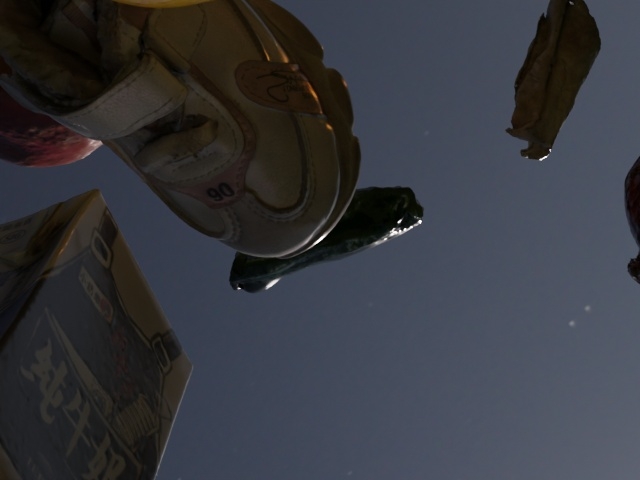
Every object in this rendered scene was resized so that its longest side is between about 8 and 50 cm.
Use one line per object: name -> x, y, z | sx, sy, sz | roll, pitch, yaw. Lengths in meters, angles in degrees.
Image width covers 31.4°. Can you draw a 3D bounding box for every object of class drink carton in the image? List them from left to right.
drink carton -> -0.154, 0.087, 0.586 | 0.222, 0.101, 0.134 | -79, -34, -61

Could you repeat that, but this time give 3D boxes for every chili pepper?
chili pepper -> -0.002, -0.002, 1.081 | 0.062, 0.216, 0.108 | 55, -146, -24

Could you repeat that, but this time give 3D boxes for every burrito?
burrito -> 0.184, -0.132, 0.899 | 0.055, 0.041, 0.149 | 33, -115, -24

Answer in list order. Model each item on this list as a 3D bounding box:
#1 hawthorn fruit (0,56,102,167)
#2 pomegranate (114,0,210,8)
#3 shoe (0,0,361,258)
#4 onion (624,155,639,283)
hawthorn fruit -> -0.297, -0.216, 1.219 | 0.284, 0.284, 0.284 | 18, -130, -23
pomegranate -> -0.059, -0.222, 0.485 | 0.264, 0.264, 0.264 | 18, -130, -23
shoe -> -0.124, -0.120, 0.813 | 0.351, 0.172, 0.198 | 54, -152, -7
onion -> 0.212, -0.008, 0.630 | 0.107, 0.097, 0.107 | 43, -153, -28
